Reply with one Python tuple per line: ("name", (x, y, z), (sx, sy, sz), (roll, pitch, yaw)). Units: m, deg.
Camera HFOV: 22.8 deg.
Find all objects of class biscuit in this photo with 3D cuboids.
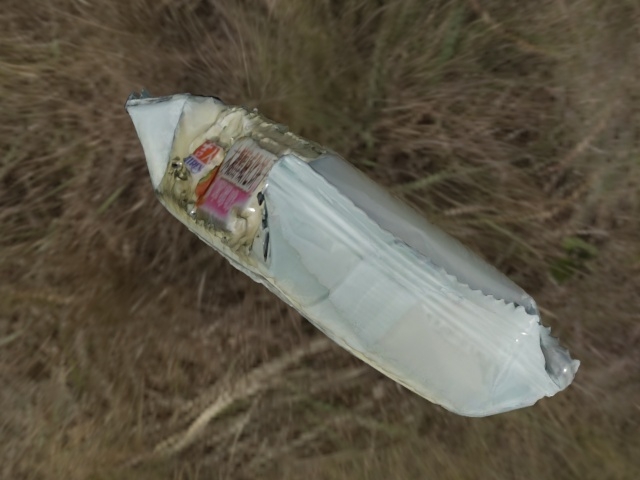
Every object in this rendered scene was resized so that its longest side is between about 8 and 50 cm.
("biscuit", (-0.004, -0.003, 0.823), (0.186, 0.309, 0.079), (38, 89, -20))
